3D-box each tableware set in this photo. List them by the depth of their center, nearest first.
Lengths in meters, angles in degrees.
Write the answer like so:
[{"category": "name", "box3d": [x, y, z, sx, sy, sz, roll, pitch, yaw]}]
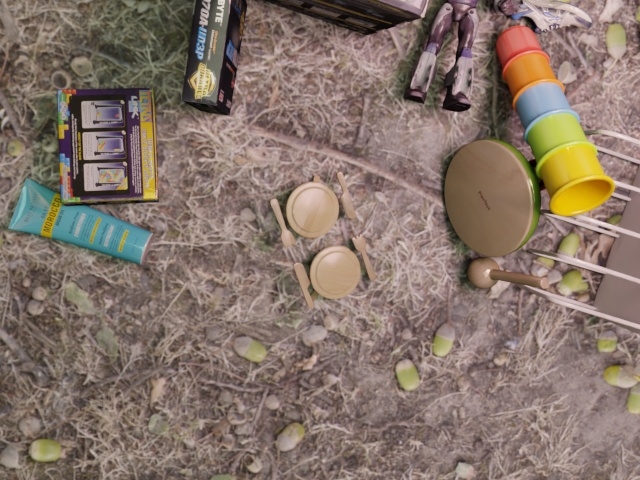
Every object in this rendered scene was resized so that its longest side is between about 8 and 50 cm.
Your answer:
[{"category": "tableware set", "box3d": [0.000, 0.000, 1.351, 0.128, 0.039, 0.194, -23, 105, -17]}]

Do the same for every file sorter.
[{"category": "file sorter", "box3d": [0.443, -0.017, 1.335, 0.173, 0.193, 0.277, 16, 93, -7]}]

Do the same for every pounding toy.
[{"category": "pounding toy", "box3d": [0.300, -0.047, 1.340, 0.110, 0.183, 0.237, -13, 94, -34]}]

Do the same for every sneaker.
[{"category": "sneaker", "box3d": [0.364, -0.354, 1.364, 0.135, 0.052, 0.058, 18, 103, -2]}]

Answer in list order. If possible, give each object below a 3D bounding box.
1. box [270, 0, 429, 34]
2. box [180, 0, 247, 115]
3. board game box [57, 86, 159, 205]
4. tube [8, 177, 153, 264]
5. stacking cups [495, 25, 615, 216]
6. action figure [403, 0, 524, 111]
[{"category": "box", "box3d": [-0.070, -0.386, 1.151, 0.395, 0.318, 0.097, 16, 98, -11]}, {"category": "box", "box3d": [-0.147, -0.272, 1.209, 0.051, 0.220, 0.175, 9, 94, -2]}, {"category": "board game box", "box3d": [-0.314, -0.139, 1.273, 0.141, 0.048, 0.170, -2, 85, -9]}, {"category": "tube", "box3d": [-0.359, -0.022, 1.296, 0.207, 0.052, 0.080, 19, 82, -3]}, {"category": "stacking cups", "box3d": [0.332, -0.192, 1.268, 0.096, 0.096, 0.316, -10, 61, -7]}, {"category": "action figure", "box3d": [0.212, -0.345, 1.314, 0.185, 0.099, 0.285, 13, 89, 7]}]
